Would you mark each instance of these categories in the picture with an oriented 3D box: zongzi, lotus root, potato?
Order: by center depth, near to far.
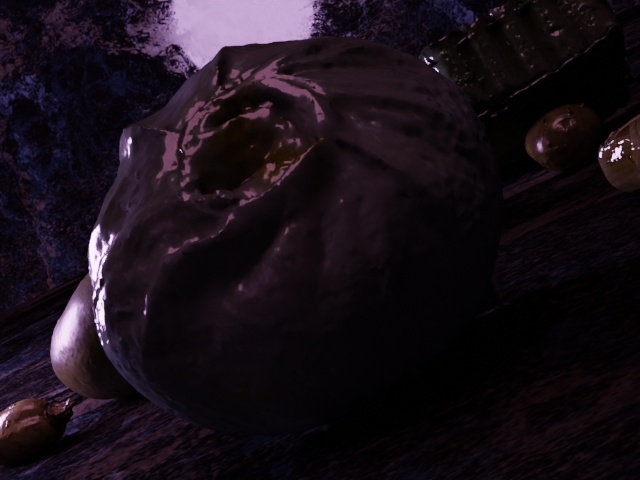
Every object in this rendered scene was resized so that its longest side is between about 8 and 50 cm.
[{"bbox_3d":[0.303,-0.072,1.499,0.160,0.078,0.176,-28,8,39],"label":"zongzi"},{"bbox_3d":[-0.328,0.210,1.854,0.152,0.063,0.072,-28,-4,26],"label":"lotus root"},{"bbox_3d":[-0.221,0.099,1.926,0.178,0.160,0.235,-7,-17,-37],"label":"potato"},{"bbox_3d":[0.285,-0.122,1.960,0.092,0.070,0.138,-30,5,4],"label":"potato"}]

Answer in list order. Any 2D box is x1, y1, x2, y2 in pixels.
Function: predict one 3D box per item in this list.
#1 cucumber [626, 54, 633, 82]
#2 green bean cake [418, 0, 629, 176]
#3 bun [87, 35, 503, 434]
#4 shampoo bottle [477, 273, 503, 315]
[{"bbox_3d":[0.411,-0.235,2.457,0.105,0.048,0.048,-28,6,10],"label":"cucumber"},{"bbox_3d":[0.257,-0.190,2.059,0.241,0.132,0.255,-30,-24,-2],"label":"green bean cake"},{"bbox_3d":[-0.028,-0.023,1.333,0.362,0.211,0.362,-16,45,17],"label":"bun"},{"bbox_3d":[0.037,0.063,1.425,0.227,0.086,0.056,-27,-8,11],"label":"shampoo bottle"}]
